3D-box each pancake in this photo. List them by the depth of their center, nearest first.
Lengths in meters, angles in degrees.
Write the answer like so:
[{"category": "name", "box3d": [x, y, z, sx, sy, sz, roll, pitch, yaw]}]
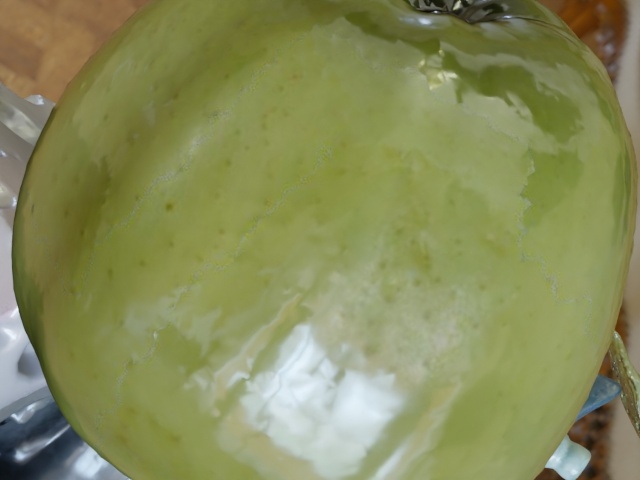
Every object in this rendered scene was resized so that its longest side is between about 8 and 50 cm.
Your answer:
[{"category": "pancake", "box3d": [0.242, 0.119, 1.305, 0.108, 0.017, 0.108, -22, 90, -86]}]

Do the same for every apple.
[{"category": "apple", "box3d": [0.000, 0.000, 0.730, 0.279, 0.279, 0.279, 21, 49, -26]}]

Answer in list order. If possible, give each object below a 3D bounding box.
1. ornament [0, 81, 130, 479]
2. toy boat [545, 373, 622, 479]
[{"category": "ornament", "box3d": [-0.212, 0.056, 0.958, 0.240, 0.240, 0.239, 49, 12, 32]}, {"category": "toy boat", "box3d": [0.072, 0.153, 0.892, 0.098, 0.238, 0.109, 40, 17, 13]}]
